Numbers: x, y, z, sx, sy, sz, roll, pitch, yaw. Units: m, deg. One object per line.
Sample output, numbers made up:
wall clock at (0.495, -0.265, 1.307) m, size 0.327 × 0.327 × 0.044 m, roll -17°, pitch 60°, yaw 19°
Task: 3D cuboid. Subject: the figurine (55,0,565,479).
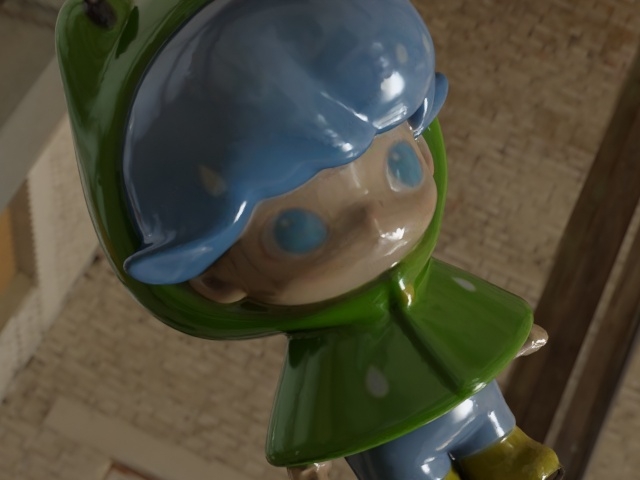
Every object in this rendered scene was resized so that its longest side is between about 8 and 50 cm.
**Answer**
figurine at (0.000, 0.000, 0.663) m, size 0.263 × 0.162 × 0.143 m, roll 62°, pitch -19°, yaw -7°
